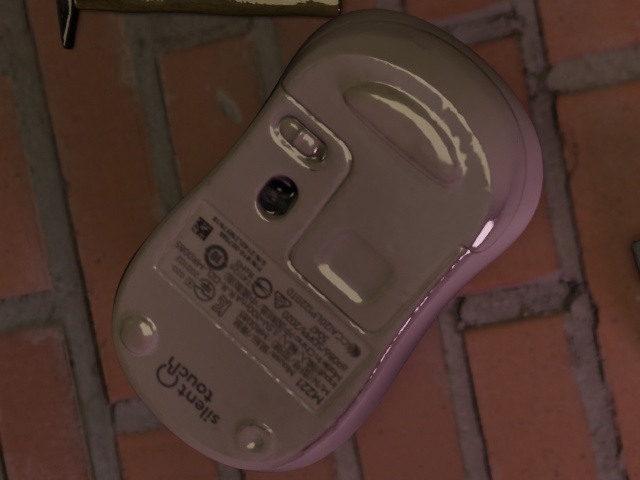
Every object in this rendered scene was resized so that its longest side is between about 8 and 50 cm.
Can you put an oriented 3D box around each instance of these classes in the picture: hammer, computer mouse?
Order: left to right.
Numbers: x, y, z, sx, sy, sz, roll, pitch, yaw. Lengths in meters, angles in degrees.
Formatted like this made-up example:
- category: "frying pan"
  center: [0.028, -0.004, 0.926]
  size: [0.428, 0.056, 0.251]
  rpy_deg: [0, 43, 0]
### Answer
- category: "hammer"
  center: [-0.084, -0.157, 0.644]
  size: [0.199, 0.013, 0.062]
  rpy_deg: [4, 95, 11]
- category: "computer mouse"
  center: [0.000, 0.000, 0.588]
  size: [0.184, 0.121, 0.297]
  rpy_deg: [36, 113, 5]

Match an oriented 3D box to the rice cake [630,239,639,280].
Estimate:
- category: "rice cake"
  center: [0.279, -0.011, 0.576]
  size: [0.180, 0.030, 0.042]
  rpy_deg: [-15, 87, 10]
